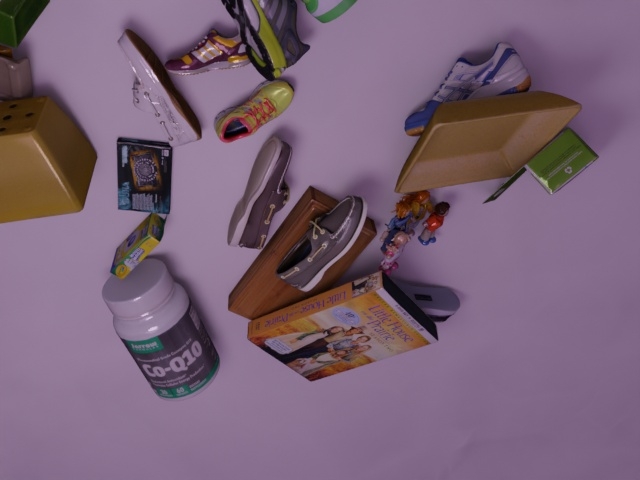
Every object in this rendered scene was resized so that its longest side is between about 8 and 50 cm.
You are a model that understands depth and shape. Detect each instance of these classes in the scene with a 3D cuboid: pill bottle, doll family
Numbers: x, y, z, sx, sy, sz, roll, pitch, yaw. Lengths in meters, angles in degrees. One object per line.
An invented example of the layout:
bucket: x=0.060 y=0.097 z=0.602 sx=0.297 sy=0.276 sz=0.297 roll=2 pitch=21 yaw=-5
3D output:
pill bottle: x=-0.419 y=0.237 z=1.651 sx=0.204 sy=0.204 sz=0.361 roll=-16 pitch=125 yaw=5
doll family: x=0.211 y=-0.042 z=1.550 sx=0.263 sy=0.118 sz=0.163 roll=-34 pitch=153 yaw=-36

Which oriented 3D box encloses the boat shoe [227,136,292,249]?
boat shoe: x=-0.132 y=-0.105 z=1.504 sx=0.097 sy=0.116 sz=0.324 roll=14 pitch=126 yaw=-21

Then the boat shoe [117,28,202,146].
boat shoe: x=-0.363 y=-0.314 z=1.341 sx=0.096 sy=0.098 sz=0.277 roll=-24 pitch=125 yaw=9

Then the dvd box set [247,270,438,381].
dvd box set: x=0.061 y=0.246 z=1.674 sx=0.420 sy=0.062 sz=0.307 roll=-23 pitch=135 yaw=25

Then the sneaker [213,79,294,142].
sneaker: x=-0.146 y=-0.278 z=1.391 sx=0.208 sy=0.094 sz=0.081 roll=-32 pitch=120 yaw=14

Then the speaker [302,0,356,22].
speaker: x=-0.045 y=-0.566 z=1.182 sx=0.131 sy=0.131 sz=0.296 roll=-34 pitch=121 yaw=17

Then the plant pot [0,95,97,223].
plant pot: x=-0.623 y=-0.183 z=1.319 sx=0.212 sy=0.212 sz=0.187 roll=-8 pitch=133 yaw=-1

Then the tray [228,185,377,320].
tray: x=-0.055 y=0.069 z=1.655 sx=0.203 sy=0.076 sz=0.411 roll=27 pitch=117 yaw=-23

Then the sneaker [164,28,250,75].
sneaker: x=-0.242 y=-0.403 z=1.318 sx=0.186 sy=0.069 sz=0.083 roll=-11 pitch=117 yaw=-6

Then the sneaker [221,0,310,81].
sneaker: x=-0.121 y=-0.483 z=1.258 sx=0.121 sy=0.111 sz=0.300 roll=-34 pitch=117 yaw=-24

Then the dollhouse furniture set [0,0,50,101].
dollhouse furniture set: x=-0.668 y=-0.430 z=1.247 sx=0.198 sy=0.151 sz=0.301 roll=20 pitch=149 yaw=-11

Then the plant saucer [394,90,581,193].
plant saucer: x=0.348 y=-0.227 z=1.395 sx=0.333 sy=0.081 sz=0.333 roll=-10 pitch=162 yaw=-12

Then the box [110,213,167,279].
box: x=-0.447 y=0.006 z=1.548 sx=0.179 sy=0.105 sz=0.043 roll=-40 pitch=120 yaw=19

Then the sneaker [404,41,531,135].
sneaker: x=0.316 y=-0.338 z=1.410 sx=0.296 sy=0.112 sz=0.131 roll=-23 pitch=89 yaw=23

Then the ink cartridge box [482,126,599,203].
ink cartridge box: x=0.529 y=-0.146 z=1.493 sx=0.255 sy=0.189 sz=0.097 roll=-45 pitch=78 yaw=23

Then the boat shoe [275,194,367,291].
boat shoe: x=0.001 y=0.003 z=1.506 sx=0.091 sy=0.109 sz=0.305 roll=23 pitch=123 yaw=-26

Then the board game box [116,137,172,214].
board game box: x=-0.421 y=-0.151 z=1.490 sx=0.126 sy=0.026 sz=0.186 roll=6 pitch=124 yaw=-10

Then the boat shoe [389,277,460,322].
boat shoe: x=0.235 y=0.179 z=1.743 sx=0.306 sy=0.113 sz=0.105 roll=4 pitch=138 yaw=-23
